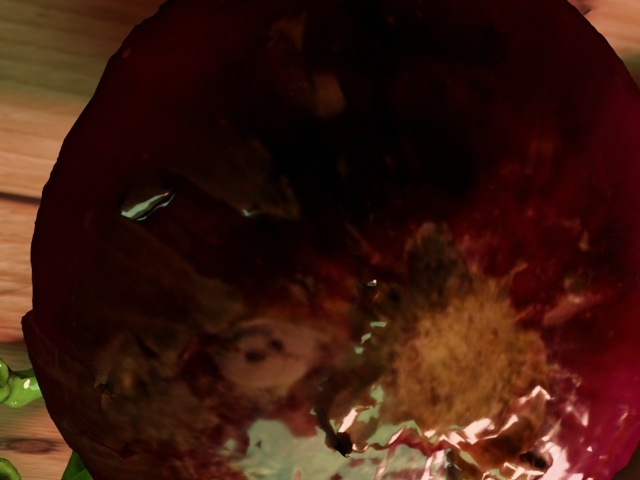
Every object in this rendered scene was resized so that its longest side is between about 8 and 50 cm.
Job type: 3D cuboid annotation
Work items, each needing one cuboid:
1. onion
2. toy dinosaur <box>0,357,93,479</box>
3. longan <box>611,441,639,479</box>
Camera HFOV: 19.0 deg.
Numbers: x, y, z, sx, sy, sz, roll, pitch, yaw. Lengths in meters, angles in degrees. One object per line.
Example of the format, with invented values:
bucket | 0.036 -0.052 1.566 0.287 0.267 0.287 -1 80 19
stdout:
onion | 0.000 0.000 1.033 0.348 0.348 0.385 5 -167 -20
toy dinosaur | -0.080 0.132 1.530 0.374 0.144 0.500 -17 159 1
longan | 0.305 0.231 1.605 0.300 0.243 0.300 39 164 14
